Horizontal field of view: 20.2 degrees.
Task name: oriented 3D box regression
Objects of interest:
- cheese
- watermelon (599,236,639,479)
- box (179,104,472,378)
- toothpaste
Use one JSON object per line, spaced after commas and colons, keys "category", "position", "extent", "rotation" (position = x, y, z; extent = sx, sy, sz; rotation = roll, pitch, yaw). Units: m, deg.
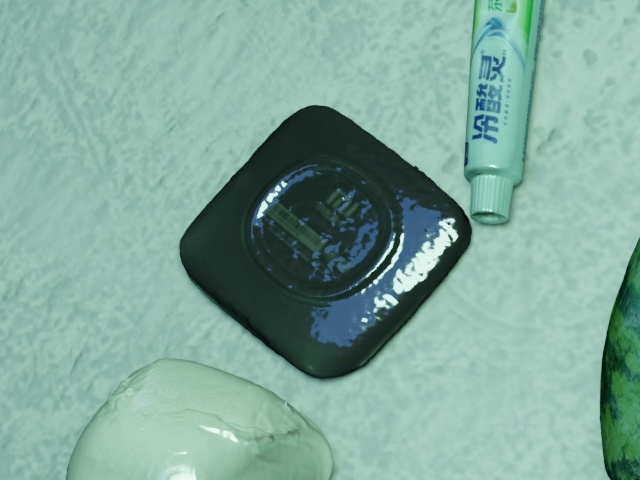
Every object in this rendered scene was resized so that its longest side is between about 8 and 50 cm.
{"category": "cheese", "position": [-0.112, 0.193, 1.436], "extent": [0.198, 0.189, 0.154], "rotation": [16, 114, 25]}
{"category": "watermelon", "position": [0.320, 0.047, 1.227], "extent": [0.292, 0.283, 0.250], "rotation": [-11, 103, 13]}
{"category": "box", "position": [0.000, 0.000, 1.514], "extent": [0.212, 0.042, 0.201], "rotation": [41, 90, 25]}
{"category": "toothpaste", "position": [0.154, -0.158, 1.499], "extent": [0.074, 0.048, 0.297], "rotation": [-1, 71, 24]}
